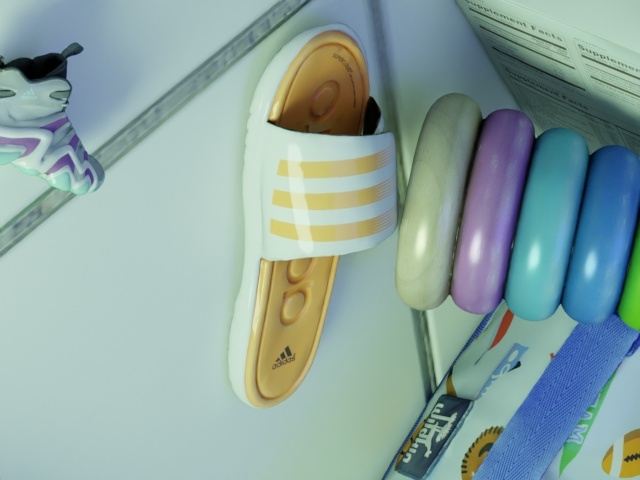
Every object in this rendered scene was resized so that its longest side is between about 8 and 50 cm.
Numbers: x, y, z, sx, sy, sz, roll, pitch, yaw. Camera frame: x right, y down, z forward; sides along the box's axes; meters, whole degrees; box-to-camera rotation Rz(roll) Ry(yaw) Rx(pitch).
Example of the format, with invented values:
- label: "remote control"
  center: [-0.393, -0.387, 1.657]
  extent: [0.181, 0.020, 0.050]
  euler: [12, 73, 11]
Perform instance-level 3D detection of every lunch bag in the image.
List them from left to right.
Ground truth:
- label: "lunch bag"
  center: [0.166, 0.212, 1.255]
  extent: [0.328, 0.239, 0.385]
  euler: [-55, 155, -9]

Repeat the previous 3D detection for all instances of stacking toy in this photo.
- label: "stacking toy"
  center: [0.219, 0.002, 1.053]
  extent: [0.141, 0.330, 0.141]
  euler: [10, 90, -82]

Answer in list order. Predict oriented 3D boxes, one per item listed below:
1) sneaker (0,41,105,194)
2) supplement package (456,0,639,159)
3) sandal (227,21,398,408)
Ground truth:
- label: "sneaker"
  center: [-0.129, -0.063, 0.821]
  extent: [0.098, 0.038, 0.069]
  euler: [20, 98, -58]
- label: "supplement package"
  center: [0.248, -0.155, 1.127]
  extent: [0.199, 0.198, 0.263]
  euler: [-56, 147, -8]
- label: "sandal"
  center: [0.007, -0.003, 1.019]
  extent: [0.102, 0.076, 0.265]
  euler: [-25, 132, -44]
